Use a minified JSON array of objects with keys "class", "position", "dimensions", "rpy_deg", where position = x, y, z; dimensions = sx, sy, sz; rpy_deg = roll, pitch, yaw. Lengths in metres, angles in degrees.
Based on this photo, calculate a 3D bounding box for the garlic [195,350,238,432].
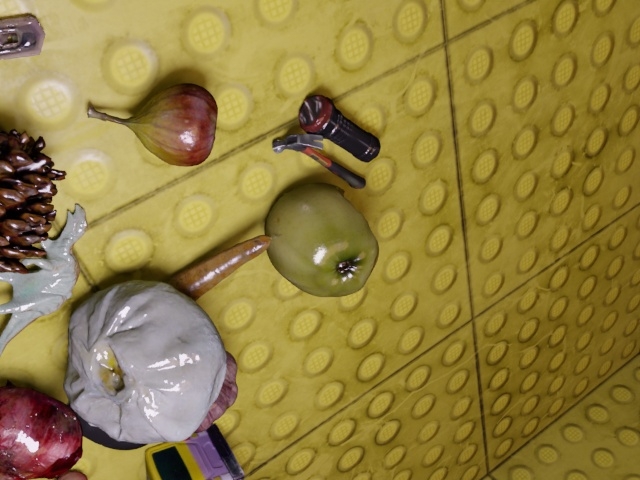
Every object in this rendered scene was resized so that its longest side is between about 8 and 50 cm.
[{"class":"garlic","position":[-0.306,0.321,1.454],"dimensions":[0.244,0.245,0.161],"rpy_deg":[-35,149,-13]}]

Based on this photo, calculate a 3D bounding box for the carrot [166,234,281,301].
[{"class":"carrot","position":[-0.213,0.055,1.420],"dimensions":[0.298,0.078,0.078],"rpy_deg":[-30,133,8]}]

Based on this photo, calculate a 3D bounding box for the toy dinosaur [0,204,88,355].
[{"class":"toy dinosaur","position":[-0.579,0.112,1.234],"dimensions":[0.205,0.092,0.393],"rpy_deg":[4,106,-44]}]

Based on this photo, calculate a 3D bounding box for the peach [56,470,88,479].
[{"class":"peach","position":[-0.594,0.590,1.522],"dimensions":[0.083,0.083,0.083],"rpy_deg":[-18,126,-27]}]

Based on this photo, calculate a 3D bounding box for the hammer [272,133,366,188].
[{"class":"hammer","position":[0.017,-0.181,1.498],"dimensions":[0.287,0.111,0.033],"rpy_deg":[25,63,-51]}]

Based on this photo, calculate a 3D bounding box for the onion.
[{"class":"onion","position":[-0.611,0.406,1.278],"dimensions":[0.252,0.252,0.219],"rpy_deg":[43,52,-43]}]

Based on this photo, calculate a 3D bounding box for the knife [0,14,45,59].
[{"class":"knife","position":[-0.615,-0.301,0.985],"dimensions":[0.365,0.043,0.089],"rpy_deg":[-16,126,-28]}]

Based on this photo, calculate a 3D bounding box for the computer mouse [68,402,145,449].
[{"class":"computer mouse","position":[-0.467,0.426,1.509],"dimensions":[0.138,0.086,0.269],"rpy_deg":[-50,132,0]}]

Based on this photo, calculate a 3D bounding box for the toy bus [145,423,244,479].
[{"class":"toy bus","position":[-0.339,0.749,1.712],"dimensions":[0.249,0.209,0.440],"rpy_deg":[-12,122,-29]}]

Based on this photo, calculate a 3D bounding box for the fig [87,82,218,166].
[{"class":"fig","position":[-0.306,-0.226,1.218],"dimensions":[0.230,0.143,0.160],"rpy_deg":[12,120,6]}]

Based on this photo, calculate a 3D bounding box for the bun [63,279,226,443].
[{"class":"bun","position":[-0.362,0.251,1.295],"dimensions":[0.355,0.354,0.194],"rpy_deg":[-55,171,5]}]

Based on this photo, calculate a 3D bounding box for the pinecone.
[{"class":"pinecone","position":[-0.553,-0.061,1.063],"dimensions":[0.224,0.224,0.273],"rpy_deg":[22,83,-42]}]

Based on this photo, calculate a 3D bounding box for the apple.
[{"class":"apple","position":[0.000,0.000,1.485],"dimensions":[0.279,0.279,0.279],"rpy_deg":[-18,126,-27]}]

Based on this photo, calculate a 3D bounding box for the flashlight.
[{"class":"flashlight","position":[0.051,-0.253,1.475],"dimensions":[0.231,0.093,0.093],"rpy_deg":[22,103,-47]}]
